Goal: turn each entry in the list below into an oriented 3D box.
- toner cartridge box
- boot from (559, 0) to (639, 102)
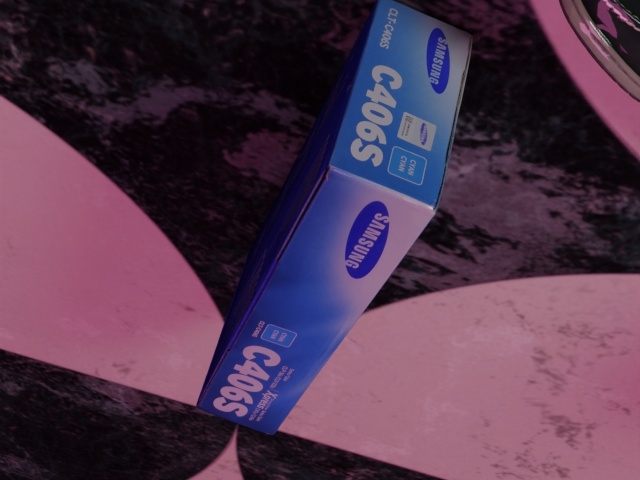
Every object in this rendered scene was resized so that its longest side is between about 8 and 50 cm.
[{"bbox_3d":[0.000,0.000,0.810,0.075,0.165,0.348,21,143,-8],"label":"toner cartridge box"},{"bbox_3d":[0.272,-0.135,0.608,0.236,0.085,0.178,26,140,-24],"label":"boot"}]
